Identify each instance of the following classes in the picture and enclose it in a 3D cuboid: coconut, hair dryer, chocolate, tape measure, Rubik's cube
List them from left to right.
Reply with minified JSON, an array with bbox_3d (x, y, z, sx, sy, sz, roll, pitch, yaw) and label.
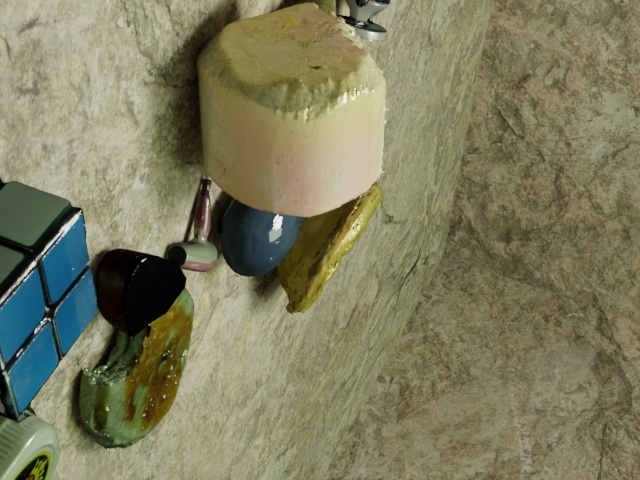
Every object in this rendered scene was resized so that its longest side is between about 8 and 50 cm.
[{"bbox_3d":[-0.351,0.048,1.138,0.183,0.180,0.167,96,19,-46],"label":"Rubik's cube"},{"bbox_3d":[-0.412,0.301,1.379,0.235,0.115,0.207,101,16,-57],"label":"tape measure"},{"bbox_3d":[-0.273,0.068,1.619,0.125,0.080,0.148,-67,157,4],"label":"chocolate"},{"bbox_3d":[-0.204,-0.026,1.839,0.106,0.054,0.154,17,82,-71],"label":"hair dryer"},{"bbox_3d":[-0.043,-0.182,1.720,0.310,0.297,0.297,93,22,-46],"label":"coconut"}]

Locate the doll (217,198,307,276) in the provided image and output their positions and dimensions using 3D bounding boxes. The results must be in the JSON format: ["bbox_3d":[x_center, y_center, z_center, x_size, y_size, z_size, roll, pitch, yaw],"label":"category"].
[{"bbox_3d":[-0.096,-0.051,2.011,0.258,0.154,0.228,-51,160,-34],"label":"doll"}]

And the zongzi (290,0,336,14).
[{"bbox_3d":[-0.030,-0.327,1.972,0.256,0.114,0.228,-71,173,-45],"label":"zongzi"}]

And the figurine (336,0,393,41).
[{"bbox_3d":[0.106,-0.516,2.146,0.176,0.132,0.236,-58,164,-68],"label":"figurine"}]

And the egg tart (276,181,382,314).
[{"bbox_3d":[0.000,0.000,2.330,0.345,0.132,0.345,-58,177,-4],"label":"egg tart"}]

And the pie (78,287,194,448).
[{"bbox_3d":[-0.284,0.198,1.770,0.302,0.066,0.303,20,90,-75],"label":"pie"}]
